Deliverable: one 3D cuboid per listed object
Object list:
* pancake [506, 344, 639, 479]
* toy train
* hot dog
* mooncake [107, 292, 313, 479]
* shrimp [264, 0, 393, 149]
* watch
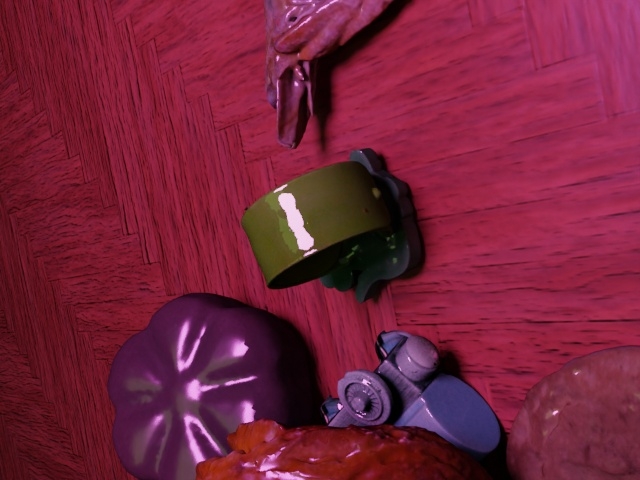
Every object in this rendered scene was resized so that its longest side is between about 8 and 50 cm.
[{"bbox_3d":[0.235,0.195,0.538,0.242,0.050,0.242,3,94,54],"label":"pancake"},{"bbox_3d":[0.065,0.199,0.705,0.159,0.101,0.248,44,131,12],"label":"toy train"},{"bbox_3d":[0.040,0.296,0.621,0.267,0.174,0.388,-14,114,25],"label":"hot dog"},{"bbox_3d":[-0.127,0.176,0.825,0.245,0.133,0.245,-6,75,23],"label":"mooncake"},{"bbox_3d":[0.011,-0.234,0.667,0.168,0.077,0.317,23,113,40],"label":"shrimp"},{"bbox_3d":[0.000,0.000,0.677,0.165,0.152,0.131,-33,77,45],"label":"watch"}]
